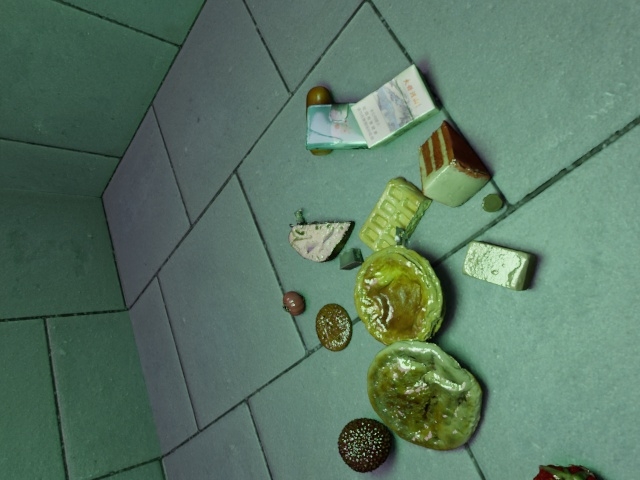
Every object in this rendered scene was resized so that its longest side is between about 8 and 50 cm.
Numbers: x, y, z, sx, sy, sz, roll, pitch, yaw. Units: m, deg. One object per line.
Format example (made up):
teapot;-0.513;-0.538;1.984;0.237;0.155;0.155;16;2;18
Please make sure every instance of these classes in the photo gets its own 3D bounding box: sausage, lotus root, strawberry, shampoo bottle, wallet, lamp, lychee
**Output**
sausage;-0.004;-0.474;1.785;0.105;0.105;0.274;-4;88;44
lotus root;0.000;0.000;1.745;0.261;0.074;0.170;5;89;27
strawberry;0.603;0.655;1.109;0.184;0.187;0.201;28;138;22
shampoo bottle;-0.068;-0.028;1.860;0.063;0.057;0.207;-31;68;39
wallet;0.072;-0.422;1.668;0.251;0.075;0.176;4;88;19
lamp;-0.112;0.261;1.867;0.107;0.092;0.107;48;155;32
lychee;0.154;0.688;1.528;0.188;0.188;0.188;-2;87;44

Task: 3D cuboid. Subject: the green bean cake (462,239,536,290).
green bean cake;0.505;0.069;1.278;0.179;0.085;0.109;17;99;42

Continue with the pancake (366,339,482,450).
pancake;0.308;0.486;1.401;0.387;0.082;0.386;12;114;29

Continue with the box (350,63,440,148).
box;0.247;-0.441;1.511;0.256;0.069;0.164;-28;81;30

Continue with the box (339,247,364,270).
box;0.113;0.070;1.681;0.085;0.060;0.063;-29;64;41

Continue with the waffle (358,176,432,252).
waffle;0.247;-0.071;1.553;0.168;0.057;0.274;46;119;35

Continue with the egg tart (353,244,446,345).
egg tart;0.265;0.179;1.465;0.352;0.150;0.351;6;98;46

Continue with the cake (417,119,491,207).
cake;0.362;-0.243;1.378;0.158;0.160;0.262;-49;55;35

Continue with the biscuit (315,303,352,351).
biscuit;0.048;0.340;1.754;0.188;0.027;0.187;-3;86;44

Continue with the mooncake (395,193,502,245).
mooncake;0.379;-0.057;1.387;0.347;0.057;0.150;-2;91;32
